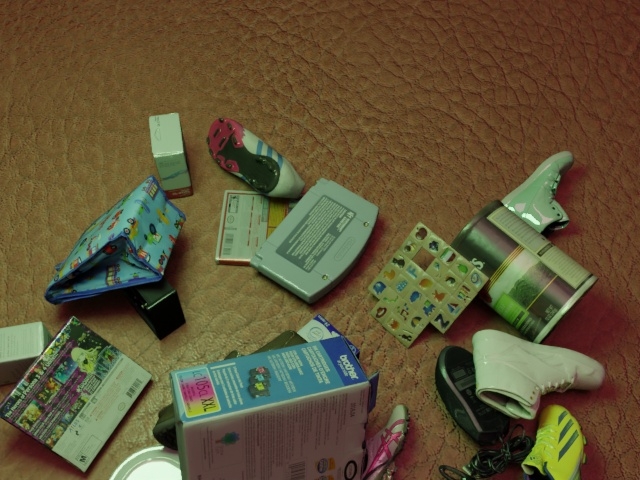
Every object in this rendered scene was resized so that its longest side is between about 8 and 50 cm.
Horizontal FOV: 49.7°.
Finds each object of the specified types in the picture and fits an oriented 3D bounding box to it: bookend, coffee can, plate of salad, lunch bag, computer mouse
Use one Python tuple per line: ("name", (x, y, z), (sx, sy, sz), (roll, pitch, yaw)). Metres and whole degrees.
("bookend", (-0.374, 0.112, 1.500), (0.072, 0.157, 0.156), (-36, 67, -22))
("coffee can", (0.438, 0.070, 1.533), (0.201, 0.201, 0.275), (-39, 68, -23))
("plate of salad", (-0.316, 0.495, 1.332), (0.200, 0.048, 0.200), (1, 51, -1))
("lunch bag", (-0.469, 0.017, 1.502), (0.293, 0.138, 0.221), (-21, 32, 20))
("computer mouse", (0.312, 0.350, 1.427), (0.188, 0.072, 0.272), (-7, 61, -35))

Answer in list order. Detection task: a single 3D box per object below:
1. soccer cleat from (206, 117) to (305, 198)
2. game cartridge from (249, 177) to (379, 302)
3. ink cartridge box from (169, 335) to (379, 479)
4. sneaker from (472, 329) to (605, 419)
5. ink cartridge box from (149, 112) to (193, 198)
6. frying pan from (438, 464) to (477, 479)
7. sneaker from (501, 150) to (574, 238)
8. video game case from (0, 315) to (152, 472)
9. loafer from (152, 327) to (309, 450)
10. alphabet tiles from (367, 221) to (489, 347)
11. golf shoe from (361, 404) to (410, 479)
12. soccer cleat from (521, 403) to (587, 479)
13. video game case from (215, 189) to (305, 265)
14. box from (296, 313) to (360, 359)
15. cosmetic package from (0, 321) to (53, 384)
("soccer cleat", (-0.166, -0.198, 1.739), (0.331, 0.143, 0.116), (44, 108, 39))
("game cartridge", (0.000, 0.000, 1.616), (0.198, 0.062, 0.297), (33, 63, 12))
("ink cartridge box", (-0.062, 0.341, 1.275), (0.396, 0.270, 0.151), (-8, 33, -16))
("sneaker", (0.451, 0.303, 1.425), (0.293, 0.108, 0.169), (15, 49, -4))
("ink cartridge box", (-0.362, -0.203, 1.681), (0.072, 0.175, 0.127), (-9, 60, -8))
("frying pan", (0.384, 0.553, 1.325), (0.326, 0.053, 0.197), (6, 57, 3))
("sneaker", (0.574, -0.104, 1.707), (0.256, 0.094, 0.151), (-41, 62, -13))
("video game case", (-0.488, 0.306, 1.384), (0.210, 0.042, 0.232), (42, 60, -18))
("loafer", (-0.165, 0.299, 1.390), (0.366, 0.134, 0.130), (-25, 44, -6))
("alphabet tiles", (0.222, 0.111, 1.526), (0.198, 0.009, 0.237), (42, 106, 20))
("golf shoe", (0.126, 0.411, 1.392), (0.086, 0.067, 0.186), (19, 60, 11))
("soccer cleat", (0.446, 0.423, 1.338), (0.121, 0.093, 0.289), (24, 38, -6))
("video game case", (-0.101, -0.027, 1.673), (0.285, 0.025, 0.204), (3, 58, 0))
("box", (-0.007, 0.252, 1.480), (0.126, 0.072, 0.137), (41, 66, 21))
("cosmetic package", (-0.676, 0.244, 1.431), (0.231, 0.117, 0.085), (-11, 59, -8))
